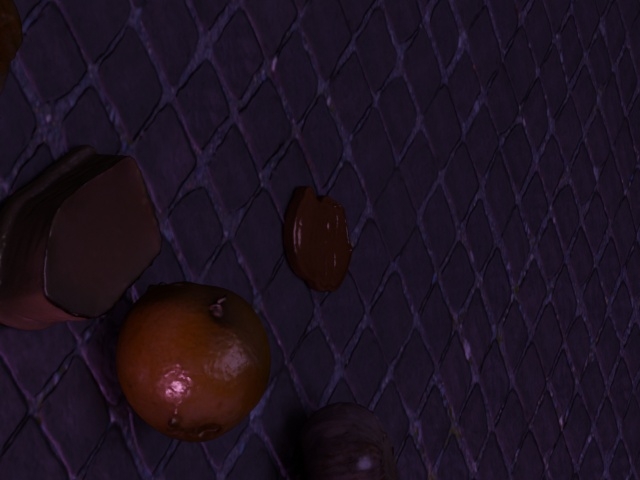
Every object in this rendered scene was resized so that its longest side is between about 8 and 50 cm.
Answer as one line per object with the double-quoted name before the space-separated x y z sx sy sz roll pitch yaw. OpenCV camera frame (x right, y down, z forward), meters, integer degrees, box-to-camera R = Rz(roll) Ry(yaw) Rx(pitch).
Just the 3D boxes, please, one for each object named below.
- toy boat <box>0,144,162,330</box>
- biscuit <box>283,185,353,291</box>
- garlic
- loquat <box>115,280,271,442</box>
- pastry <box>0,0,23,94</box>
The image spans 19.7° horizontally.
"toy boat" -0.203 0.006 1.498 0.188 0.061 0.116 -49 131 -50
"biscuit" 0.000 0.000 1.912 0.130 0.019 0.102 37 59 -56
"garlic" 0.025 0.236 1.869 0.159 0.102 0.147 57 27 -61
"loquat" -0.110 0.104 1.592 0.141 0.141 0.141 3 86 -61
"pastry" -0.282 -0.150 1.342 0.153 0.081 0.153 12 75 -51
